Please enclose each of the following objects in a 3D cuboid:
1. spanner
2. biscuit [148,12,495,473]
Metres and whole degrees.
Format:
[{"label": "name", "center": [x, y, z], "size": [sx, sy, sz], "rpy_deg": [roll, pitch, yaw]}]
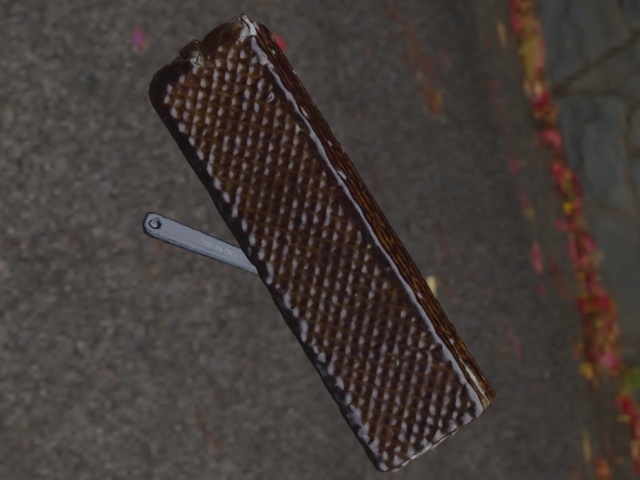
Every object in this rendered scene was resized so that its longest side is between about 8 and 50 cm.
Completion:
[{"label": "spanner", "center": [-0.084, 0.013, 1.699], "size": [0.208, 0.012, 0.046], "rpy_deg": [20, 58, -17]}, {"label": "biscuit", "center": [0.000, 0.000, 1.374], "size": [0.388, 0.107, 0.073], "rpy_deg": [58, 17, 3]}]
